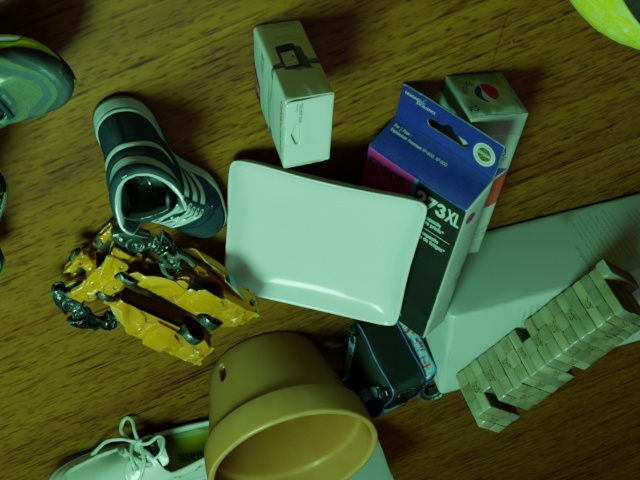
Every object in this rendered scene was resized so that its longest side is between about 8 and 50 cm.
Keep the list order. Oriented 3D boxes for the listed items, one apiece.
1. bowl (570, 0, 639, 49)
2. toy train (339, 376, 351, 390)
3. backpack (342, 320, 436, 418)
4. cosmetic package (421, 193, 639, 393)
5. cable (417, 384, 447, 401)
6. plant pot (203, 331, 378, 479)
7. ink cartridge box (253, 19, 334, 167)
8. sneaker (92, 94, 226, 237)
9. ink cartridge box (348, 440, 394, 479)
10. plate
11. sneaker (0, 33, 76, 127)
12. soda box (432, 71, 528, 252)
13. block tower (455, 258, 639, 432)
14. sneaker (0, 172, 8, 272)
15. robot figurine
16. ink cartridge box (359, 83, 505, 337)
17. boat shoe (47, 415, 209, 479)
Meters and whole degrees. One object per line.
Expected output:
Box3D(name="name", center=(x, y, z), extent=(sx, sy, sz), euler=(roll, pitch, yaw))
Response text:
Box3D(name="bowl", center=(0.360, -0.356, 1.210), extent=(0.289, 0.289, 0.156), euler=(14, 172, -36))
Box3D(name="toy train", center=(0.038, 0.321, 1.928), extent=(0.184, 0.080, 0.105), euler=(-41, 146, 20))
Box3D(name="backpack", center=(0.109, 0.224, 1.790), extent=(0.117, 0.158, 0.173), euler=(-19, 157, -21))
Box3D(name="cosmetic package", center=(0.397, 0.087, 1.756), extent=(0.453, 0.161, 0.230), euler=(-13, 140, -11))
Box3D(name="cable", center=(0.292, 0.225, 1.937), extent=(0.287, 0.072, 0.139), euler=(-35, 134, 16))
Box3D(name="plant pot", center=(-0.072, 0.295, 1.744), extent=(0.291, 0.203, 0.290), euler=(-13, 140, -12))
Box3D(name="ink cartridge box", center=(-0.035, -0.180, 1.256), extent=(0.063, 0.150, 0.109), euler=(-11, 140, -13))
Box3D(name="sneaker", center=(-0.197, -0.048, 1.330), extent=(0.099, 0.153, 0.282), euler=(-27, 141, 7))
Box3D(name="ink cartridge box", center=(-0.041, 0.498, 1.971), extent=(0.308, 0.129, 0.223), euler=(-5, 155, -36))
Box3D(name="plate", center=(0.000, 0.000, 1.492), extent=(0.277, 0.045, 0.278), euler=(12, 137, 3))
Box3D(name="sneaker", center=(-0.403, -0.129, 1.117), extent=(0.300, 0.121, 0.111), euler=(-17, 135, 15))
Box3D(name="soda box", center=(0.210, -0.104, 1.501), extent=(0.091, 0.098, 0.286), euler=(-8, 138, -18))
Box3D(name="block tower", center=(0.368, 0.176, 1.644), extent=(0.091, 0.097, 0.335), euler=(23, 122, -42))
Box3D(name="sneaker", center=(-0.460, -0.004, 1.276), extent=(0.146, 0.134, 0.343), euler=(-12, 163, -40))
Box3D(name="robot figurine", center=(-0.243, 0.074, 1.486), extent=(0.211, 0.085, 0.291), euler=(-40, 129, 21))
Box3D(name="ink cartridge box", center=(0.137, -0.032, 1.487), extent=(0.069, 0.176, 0.371), euler=(-35, 152, -38))
Box3D(name="boat shoe", center=(-0.299, 0.382, 1.793), extent=(0.367, 0.135, 0.156), euler=(-8, 139, -22))
